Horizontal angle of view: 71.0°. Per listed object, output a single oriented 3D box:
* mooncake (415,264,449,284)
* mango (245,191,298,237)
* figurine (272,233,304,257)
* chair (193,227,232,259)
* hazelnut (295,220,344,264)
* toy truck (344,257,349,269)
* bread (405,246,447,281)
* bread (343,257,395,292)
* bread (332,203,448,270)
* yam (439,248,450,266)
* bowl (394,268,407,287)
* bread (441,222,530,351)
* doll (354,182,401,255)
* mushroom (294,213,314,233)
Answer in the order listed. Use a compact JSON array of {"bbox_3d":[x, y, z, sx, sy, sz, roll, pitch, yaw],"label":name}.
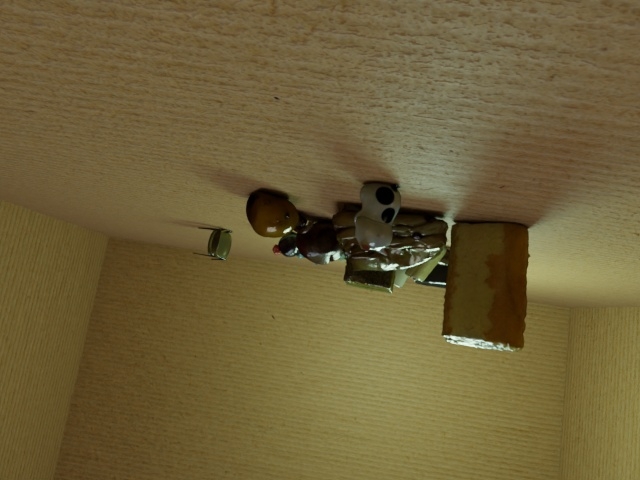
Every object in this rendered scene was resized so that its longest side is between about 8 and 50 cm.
[{"bbox_3d":[0.593,0.146,2.076,0.305,0.155,0.306,10,171,2],"label":"mooncake"},{"bbox_3d":[-0.161,-0.075,1.489,0.166,0.136,0.236,10,177,-26],"label":"mango"},{"bbox_3d":[-0.118,0.036,2.204,0.110,0.138,0.245,54,-160,25],"label":"figurine"},{"bbox_3d":[-0.558,0.019,2.419,0.246,0.159,0.172,3,167,40],"label":"chair"},{"bbox_3d":[0.000,0.000,1.735,0.203,0.178,0.178,-9,180,-27],"label":"hazelnut"},{"bbox_3d":[0.193,0.104,2.339,0.135,0.129,0.259,-5,170,3],"label":"toy truck"},{"bbox_3d":[0.418,0.078,1.750,0.060,0.178,0.139,42,-166,32],"label":"bread"},{"bbox_3d":[0.197,0.066,1.684,0.184,0.235,0.110,8,166,13],"label":"bread"},{"bbox_3d":[0.216,0.012,1.480,0.369,0.192,0.314,7,170,7],"label":"bread"},{"bbox_3d":[0.484,0.058,1.880,0.127,0.084,0.084,20,167,-33],"label":"yam"},{"bbox_3d":[0.284,0.070,1.829,0.237,0.126,0.238,40,-169,-10],"label":"bowl"},{"bbox_3d":[0.503,0.131,1.355,0.236,0.376,0.165,1,161,25],"label":"bread"},{"bbox_3d":[0.145,-0.060,1.162,0.110,0.181,0.106,13,-177,-32],"label":"doll"},{"bbox_3d":[-0.104,-0.068,1.658,0.170,0.080,0.135,5,-177,20],"label":"mushroom"}]
